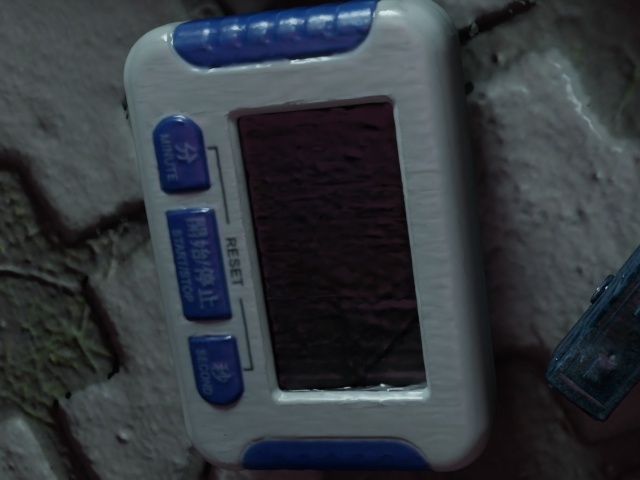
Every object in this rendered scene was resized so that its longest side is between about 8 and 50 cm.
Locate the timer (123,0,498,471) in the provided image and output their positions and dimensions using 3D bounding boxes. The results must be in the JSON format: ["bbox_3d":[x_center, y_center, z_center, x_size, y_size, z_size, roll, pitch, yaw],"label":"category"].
[{"bbox_3d":[0.000,0.000,0.669,0.178,0.078,0.253,-3,105,17],"label":"timer"}]

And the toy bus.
[{"bbox_3d":[0.178,0.016,0.619,0.047,0.065,0.166,36,114,7],"label":"toy bus"}]
